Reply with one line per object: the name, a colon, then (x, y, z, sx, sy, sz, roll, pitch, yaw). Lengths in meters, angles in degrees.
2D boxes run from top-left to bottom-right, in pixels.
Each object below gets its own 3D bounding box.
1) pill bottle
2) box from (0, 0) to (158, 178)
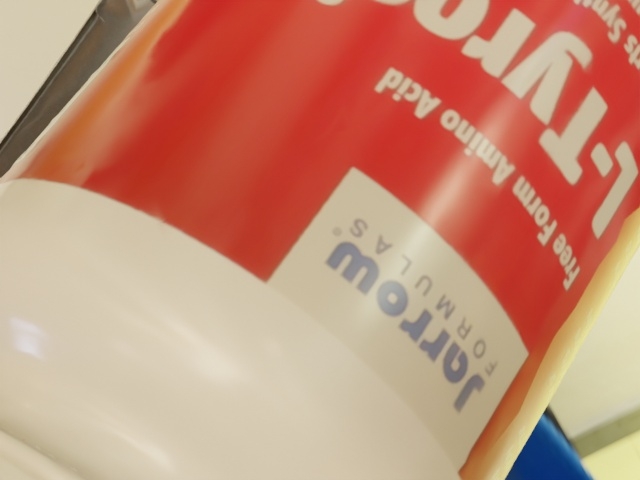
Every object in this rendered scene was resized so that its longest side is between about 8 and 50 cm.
pill bottle: (0.000, 0.000, 0.534, 0.229, 0.229, 0.408, -4, 44, 54)
box: (-0.112, -0.069, 1.124, 0.293, 0.212, 0.395, -49, 0, 19)
